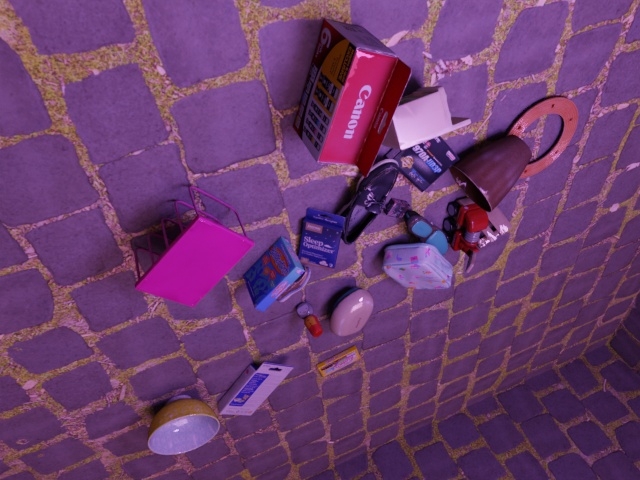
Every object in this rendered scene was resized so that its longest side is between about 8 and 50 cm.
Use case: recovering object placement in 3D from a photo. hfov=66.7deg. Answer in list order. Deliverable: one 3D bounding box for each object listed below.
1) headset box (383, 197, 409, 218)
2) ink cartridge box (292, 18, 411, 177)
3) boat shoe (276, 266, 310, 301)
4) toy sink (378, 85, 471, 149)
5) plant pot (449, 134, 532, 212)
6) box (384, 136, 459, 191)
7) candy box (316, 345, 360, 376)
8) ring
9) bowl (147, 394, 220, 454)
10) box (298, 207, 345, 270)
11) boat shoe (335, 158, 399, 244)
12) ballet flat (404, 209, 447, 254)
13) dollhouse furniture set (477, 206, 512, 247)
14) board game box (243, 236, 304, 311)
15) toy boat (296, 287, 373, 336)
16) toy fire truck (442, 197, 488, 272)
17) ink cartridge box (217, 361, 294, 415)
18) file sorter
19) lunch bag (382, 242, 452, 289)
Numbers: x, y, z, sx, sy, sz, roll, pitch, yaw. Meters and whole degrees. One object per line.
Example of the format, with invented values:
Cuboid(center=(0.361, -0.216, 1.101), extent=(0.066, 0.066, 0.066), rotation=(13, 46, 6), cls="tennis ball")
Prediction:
Cuboid(center=(0.274, -0.117, 1.769), extent=(0.083, 0.032, 0.062), rotation=(8, 126, -36), cls="headset box")
Cuboid(center=(0.067, -0.360, 1.252), extent=(0.130, 0.272, 0.309), rotation=(-1, 129, -28), cls="ink cartridge box")
Cuboid(center=(-0.113, 0.159, 1.795), extent=(0.183, 0.066, 0.066), rotation=(-46, 134, 17), cls="boat shoe")
Cuboid(center=(0.295, -0.372, 1.429), extent=(0.234, 0.153, 0.131), rotation=(-21, 110, -7), cls="toy sink")
Cuboid(center=(0.613, -0.254, 1.703), extent=(0.230, 0.215, 0.215), rotation=(-40, 137, 4), cls="plant pot")
Cuboid(center=(0.344, -0.281, 1.639), extent=(0.175, 0.051, 0.220), rotation=(-43, 135, 15), cls="box")
Cuboid(center=(0.089, 0.581, 2.332), extent=(0.205, 0.027, 0.105), rotation=(-26, 141, -4), cls="candy box")
Cuboid(center=(0.807, -0.379, 1.813), extent=(0.336, 0.032, 0.337), rotation=(-15, 135, -15), cls="ring")
Cuboid(center=(-0.579, 0.744, 2.027), extent=(0.289, 0.156, 0.290), rotation=(-15, 135, -16), cls="bowl")
Cuboid(center=(0.000, 0.000, 1.679), extent=(0.136, 0.036, 0.225), rotation=(15, 129, 6), cls="box")
Cuboid(center=(0.159, -0.116, 1.620), extent=(0.127, 0.113, 0.340), rotation=(18, 128, -35), cls="boat shoe")
Cuboid(center=(0.404, -0.039, 1.866), extent=(0.095, 0.096, 0.280), rotation=(-40, 136, 10), cls="ballet flat")
Cuboid(center=(0.703, -0.059, 2.061), extent=(0.144, 0.123, 0.151), rotation=(-37, 172, 8), cls="dollhouse furniture set")
Cuboid(center=(-0.163, 0.113, 1.656), extent=(0.210, 0.160, 0.047), rotation=(-45, 135, 15), cls="board game box")
Cuboid(center=(0.065, 0.288, 1.977), extent=(0.318, 0.148, 0.268), rotation=(-10, 139, -30), cls="toy boat")
Cuboid(center=(0.571, -0.013, 1.870), extent=(0.158, 0.246, 0.217), rotation=(-13, 135, -18), cls="toy fire truck")
Cuboid(center=(-0.289, 0.645, 2.160), extent=(0.175, 0.069, 0.371), rotation=(20, 121, -39), cls="ink cartridge box")
Cuboid(center=(-0.382, 0.015, 1.427), extent=(0.290, 0.182, 0.202), rotation=(-44, 137, 16), cls="file sorter")
Cuboid(center=(0.391, 0.105, 1.917), extent=(0.224, 0.108, 0.279), rotation=(-9, 151, 34), cls="lunch bag")
